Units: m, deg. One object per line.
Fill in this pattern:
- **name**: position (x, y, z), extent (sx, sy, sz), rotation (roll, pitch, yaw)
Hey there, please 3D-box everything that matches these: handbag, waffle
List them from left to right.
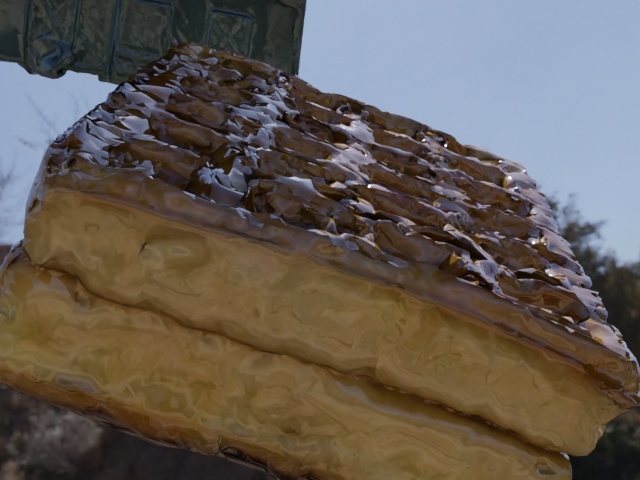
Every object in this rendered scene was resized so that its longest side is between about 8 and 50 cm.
- **handbag**: position (-0.120, -0.177, 0.724), extent (0.229, 0.179, 0.062), rotation (5, 7, -21)
- **waffle**: position (0.001, -0.001, 0.470), extent (0.213, 0.091, 0.308), rotation (20, 17, -3)
